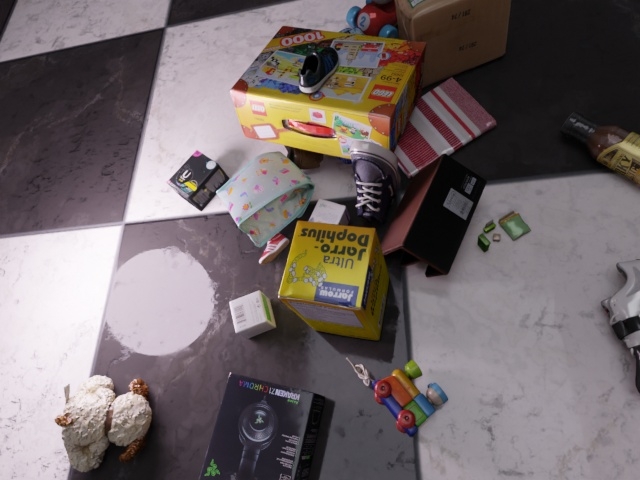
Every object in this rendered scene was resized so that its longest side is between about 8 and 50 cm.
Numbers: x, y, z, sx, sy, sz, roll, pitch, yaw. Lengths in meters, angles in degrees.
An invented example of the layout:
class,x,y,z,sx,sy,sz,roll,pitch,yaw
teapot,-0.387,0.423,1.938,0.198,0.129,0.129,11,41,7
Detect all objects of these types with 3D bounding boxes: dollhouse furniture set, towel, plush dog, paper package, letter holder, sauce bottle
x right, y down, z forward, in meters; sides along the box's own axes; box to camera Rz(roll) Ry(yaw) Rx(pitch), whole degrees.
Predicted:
class,x,y,z,sx,sy,sz,roll,pitch,yaw
dollhouse furniture set,0.514,-0.030,1.254,0.151,0.059,0.076,-31,63,0
towel,0.367,-0.369,1.461,0.328,0.037,0.237,-32,64,1
plush dog,-0.593,0.500,1.252,0.225,0.211,0.263,0,64,-11
paper package,0.427,-0.705,1.440,0.324,0.309,0.168,-20,59,6
letter holder,0.309,-0.057,1.286,0.151,0.214,0.302,30,74,-8
sauce bottle,0.844,-0.246,1.238,0.111,0.111,0.344,-44,61,-7

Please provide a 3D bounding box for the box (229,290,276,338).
class,x,y,z,sx,sy,sz,roll,pitch,yaw
box,-0.199,0.220,1.313,0.101,0.087,0.101,-21,63,4

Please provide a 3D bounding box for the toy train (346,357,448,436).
class,x,y,z,sx,sy,sz,roll,pitch,yaw
toy train,0.197,0.357,1.145,0.143,0.105,0.248,-34,62,-13

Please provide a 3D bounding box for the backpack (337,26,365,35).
class,x,y,z,sx,sy,sz,roll,pitch,yaw
backpack,0.111,-0.735,1.653,0.114,0.105,0.084,-23,63,-2

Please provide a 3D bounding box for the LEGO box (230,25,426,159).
class,x,y,z,sx,sy,sz,roll,pitch,yaw
LEGO box,0.036,-0.469,1.405,0.499,0.193,0.373,15,58,18

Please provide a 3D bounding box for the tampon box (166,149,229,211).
class,x,y,z,sx,sy,sz,roll,pitch,yaw
tampon box,-0.426,-0.210,1.559,0.120,0.101,0.161,33,78,24

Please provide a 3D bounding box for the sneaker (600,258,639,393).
class,x,y,z,sx,sy,sz,roll,pitch,yaw
sneaker,0.755,0.202,1.067,0.146,0.122,0.331,5,68,36

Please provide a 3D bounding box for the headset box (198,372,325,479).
class,x,y,z,sx,sy,sz,roll,pitch,yaw
headset box,-0.145,0.513,1.142,0.246,0.131,0.283,8,69,19

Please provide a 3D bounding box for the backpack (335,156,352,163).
class,x,y,z,sx,sy,sz,roll,pitch,yaw
backpack,0.094,-0.307,1.467,0.120,0.098,0.101,4,67,15

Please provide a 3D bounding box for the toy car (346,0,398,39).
class,x,y,z,sx,sy,sz,roll,pitch,yaw
toy car,0.212,-0.881,1.617,0.210,0.238,0.219,-43,63,-6

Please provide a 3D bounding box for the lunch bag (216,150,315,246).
class,x,y,z,sx,sy,sz,roll,pitch,yaw
lunch bag,-0.165,-0.147,1.411,0.262,0.160,0.223,-39,49,-2

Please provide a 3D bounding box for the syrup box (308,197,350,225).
class,x,y,z,sx,sy,sz,roll,pitch,yaw
syrup box,0.000,0.000,1.355,0.093,0.096,0.237,19,72,20

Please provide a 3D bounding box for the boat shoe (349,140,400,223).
class,x,y,z,sx,sy,sz,roll,pitch,yaw
boat shoe,0.150,-0.150,1.258,0.127,0.340,0.158,14,84,24

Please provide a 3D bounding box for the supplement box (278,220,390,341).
class,x,y,z,sx,sy,sz,roll,pitch,yaw
supplement box,0.055,0.117,1.141,0.194,0.357,0.196,6,68,17

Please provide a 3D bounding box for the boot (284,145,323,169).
class,x,y,z,sx,sy,sz,roll,pitch,yaw
boot,-0.067,-0.364,1.556,0.115,0.112,0.306,0,57,-19

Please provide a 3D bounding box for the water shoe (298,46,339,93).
class,x,y,z,sx,sy,sz,roll,pitch,yaw
water shoe,-0.001,-0.505,1.265,0.072,0.080,0.203,13,58,17

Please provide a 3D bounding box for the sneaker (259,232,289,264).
class,x,y,z,sx,sy,sz,roll,pitch,yaw
sneaker,-0.163,0.020,1.419,0.118,0.042,0.067,-42,67,-15
